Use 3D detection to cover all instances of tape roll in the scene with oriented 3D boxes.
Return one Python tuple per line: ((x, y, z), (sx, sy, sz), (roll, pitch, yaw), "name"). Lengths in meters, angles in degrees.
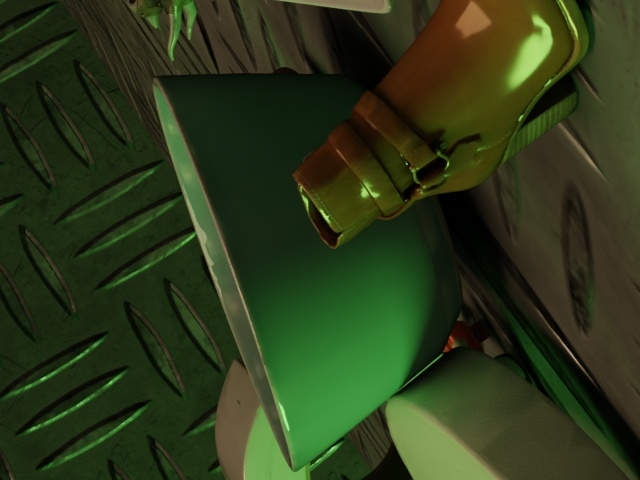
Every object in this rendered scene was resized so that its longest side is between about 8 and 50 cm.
((0.195, 0.252, 1.506), (0.392, 0.072, 0.392), (49, 168, 14), "tape roll")
((0.031, 0.196, 1.917), (0.246, 0.246, 0.169), (60, 173, -13), "tape roll")

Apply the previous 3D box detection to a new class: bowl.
((0.000, 0.000, 1.494), (0.311, 0.163, 0.311), (160, 90, -83), "bowl")

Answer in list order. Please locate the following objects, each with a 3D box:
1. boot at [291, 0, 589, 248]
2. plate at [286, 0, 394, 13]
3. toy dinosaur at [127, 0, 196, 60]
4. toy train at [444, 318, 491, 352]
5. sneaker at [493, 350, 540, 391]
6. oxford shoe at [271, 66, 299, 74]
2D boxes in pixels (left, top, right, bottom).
((0.050, -0.072, 0.976), (0.073, 0.152, 0.197), (55, 172, 30), "boot")
((-0.076, -0.273, 1.227), (0.278, 0.045, 0.277), (15, 140, 55), "plate")
((-0.113, -0.261, 1.639), (0.160, 0.121, 0.313), (47, 170, -7), "toy dinosaur")
((0.089, 0.037, 1.658), (0.166, 0.046, 0.125), (55, 172, 2), "toy train")
((0.165, 0.131, 1.575), (0.044, 0.040, 0.109), (-86, -29, -55), "sneaker")
((0.015, -0.062, 1.734), (0.212, 0.076, 0.076), (60, -156, -27), "oxford shoe")
